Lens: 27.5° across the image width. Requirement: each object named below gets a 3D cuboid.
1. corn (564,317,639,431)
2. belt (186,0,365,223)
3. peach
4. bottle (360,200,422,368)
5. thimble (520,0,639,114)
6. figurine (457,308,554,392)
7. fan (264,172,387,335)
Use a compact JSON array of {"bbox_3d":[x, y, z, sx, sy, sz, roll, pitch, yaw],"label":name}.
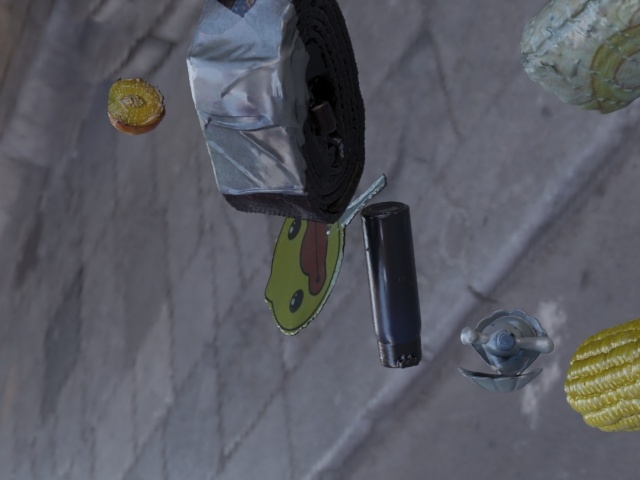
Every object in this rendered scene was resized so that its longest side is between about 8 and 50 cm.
[{"bbox_3d":[0.286,0.103,1.065,0.244,0.093,0.093,145,136,-67],"label":"corn"},{"bbox_3d":[-0.055,-0.157,1.456,0.184,0.164,0.289,-52,-39,-43],"label":"belt"},{"bbox_3d":[-0.291,-0.206,2.058,0.061,0.098,0.098,110,166,-61],"label":"peach"},{"bbox_3d":[0.104,0.067,1.893,0.082,0.072,0.244,-149,49,-66],"label":"bottle"},{"bbox_3d":[0.297,-0.219,1.331,0.143,0.190,0.137,-42,66,39],"label":"thimble"},{"bbox_3d":[0.184,0.109,1.295,0.086,0.094,0.082,5,-97,-70],"label":"figurine"},{"bbox_3d":[-0.001,0.000,1.826,0.335,0.011,0.229,-44,39,44],"label":"fan"}]
